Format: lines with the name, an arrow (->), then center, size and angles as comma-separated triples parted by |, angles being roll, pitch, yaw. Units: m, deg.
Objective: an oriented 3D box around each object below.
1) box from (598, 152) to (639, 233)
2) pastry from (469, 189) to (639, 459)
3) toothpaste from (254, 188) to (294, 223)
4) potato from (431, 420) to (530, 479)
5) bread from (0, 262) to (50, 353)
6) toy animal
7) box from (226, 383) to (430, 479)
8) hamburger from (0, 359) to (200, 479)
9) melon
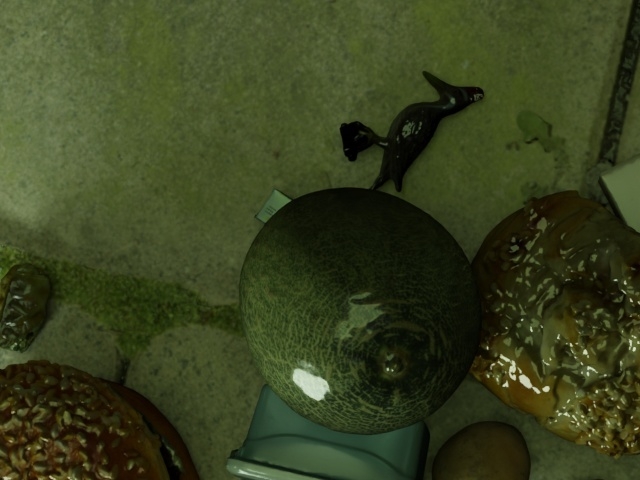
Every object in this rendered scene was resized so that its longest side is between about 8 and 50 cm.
box -> 0.482, 0.036, 1.718 | 0.214, 0.069, 0.353 | -27, 83, 7
pastry -> 0.281, 0.094, 1.669 | 0.311, 0.162, 0.255 | 31, 110, 23
toothpaste -> 0.000, 0.000, 1.819 | 0.164, 0.034, 0.046 | 33, 91, 11
potato -> 0.179, 0.261, 1.718 | 0.112, 0.147, 0.112 | 6, 123, 10
bread -> -0.361, 0.082, 1.865 | 0.066, 0.060, 0.110 | 12, 86, 40
toy animal -> 0.101, -0.125, 1.807 | 0.202, 0.070, 0.105 | -33, 91, 1
box -> 0.018, 0.246, 1.737 | 0.227, 0.162, 0.130 | 13, 77, 11
hamburger -> -0.307, 0.300, 1.739 | 0.330, 0.250, 0.330 | -1, 85, 9
melon -> 0.038, 0.066, 1.633 | 0.248, 0.329, 0.248 | -5, 114, -12
